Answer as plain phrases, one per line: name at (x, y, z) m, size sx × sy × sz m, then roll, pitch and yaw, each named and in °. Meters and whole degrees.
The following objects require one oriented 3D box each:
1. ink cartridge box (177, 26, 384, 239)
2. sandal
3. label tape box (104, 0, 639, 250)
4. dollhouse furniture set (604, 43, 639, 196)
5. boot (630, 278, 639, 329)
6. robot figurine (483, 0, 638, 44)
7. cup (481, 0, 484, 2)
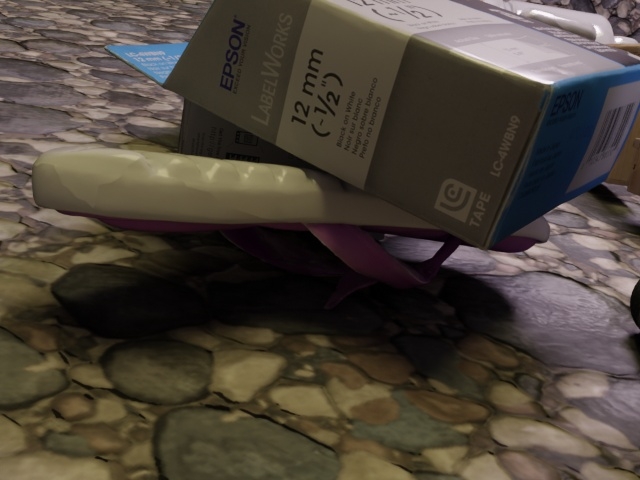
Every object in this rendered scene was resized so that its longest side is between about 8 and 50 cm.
ink cartridge box at (-0.011, -0.122, 0.836) m, size 0.271 × 0.130 × 0.309 m, roll 7°, pitch 22°, yaw -10°
sandal at (-0.007, -0.002, 0.592) m, size 0.416 × 0.102 × 0.169 m, roll 6°, pitch 5°, yaw -29°
label tape box at (0.046, -0.141, 0.601) m, size 0.347 × 0.115 × 0.249 m, roll 31°, pitch 30°, yaw 25°
dollhouse furniture set at (0.539, -0.139, 0.991) m, size 0.355 × 0.174 × 0.303 m, roll 7°, pitch 14°, yaw -5°
boot at (0.351, 0.076, 0.540) m, size 0.246 × 0.084 × 0.161 m, roll -7°, pitch 22°, yaw 13°
robot figurine at (0.358, -0.302, 1.332) m, size 0.353 × 0.200 × 0.300 m, roll 9°, pitch -18°, yaw -1°
cup at (0.118, -0.304, 1.158) m, size 0.237 × 0.331 × 0.331 m, roll 32°, pitch 16°, yaw -17°
